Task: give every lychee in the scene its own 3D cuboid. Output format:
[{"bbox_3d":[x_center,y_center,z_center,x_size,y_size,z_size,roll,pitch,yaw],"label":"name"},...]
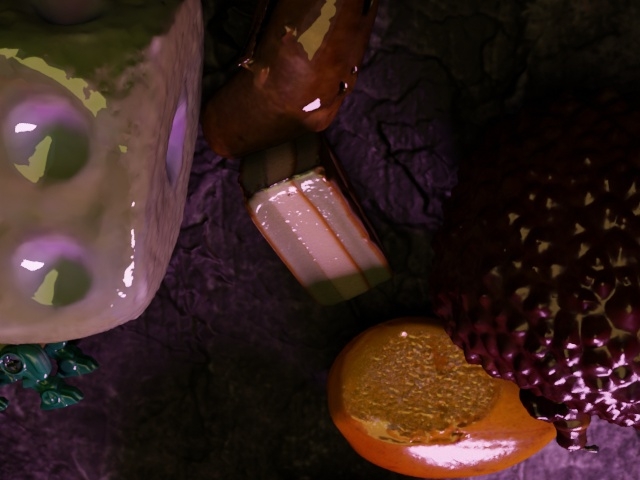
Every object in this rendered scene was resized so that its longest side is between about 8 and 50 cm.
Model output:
[{"bbox_3d":[0.217,0.029,1.074,0.264,0.264,0.300,5,102,-2],"label":"lychee"}]

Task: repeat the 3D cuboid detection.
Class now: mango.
[{"bbox_3d":[0.111,0.140,1.209,0.217,0.102,0.141,7,88,-6],"label":"mango"}]

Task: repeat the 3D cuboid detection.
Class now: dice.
[{"bbox_3d":[-0.226,-0.087,1.022,0.250,0.254,0.252,9,121,2],"label":"dice"}]

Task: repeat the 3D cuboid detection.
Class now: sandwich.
[{"bbox_3d":[0.000,0.000,1.141,0.079,0.113,0.163,-23,111,9],"label":"sandwich"}]

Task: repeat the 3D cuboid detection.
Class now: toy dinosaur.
[{"bbox_3d":[-0.304,0.085,1.193,0.259,0.094,0.153,-19,110,16],"label":"toy dinosaur"}]

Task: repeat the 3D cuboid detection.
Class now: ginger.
[{"bbox_3d":[-0.016,-0.196,1.068,0.133,0.107,0.309,-1,117,-15],"label":"ginger"}]
